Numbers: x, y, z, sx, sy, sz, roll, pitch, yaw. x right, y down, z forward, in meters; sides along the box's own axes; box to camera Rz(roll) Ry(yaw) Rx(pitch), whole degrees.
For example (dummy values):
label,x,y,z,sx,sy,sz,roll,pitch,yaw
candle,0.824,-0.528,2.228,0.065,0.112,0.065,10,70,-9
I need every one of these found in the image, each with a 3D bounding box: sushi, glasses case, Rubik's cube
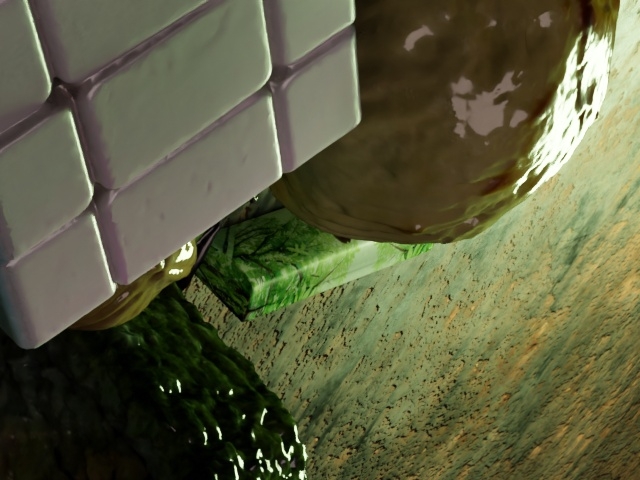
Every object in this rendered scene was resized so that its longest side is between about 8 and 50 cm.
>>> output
label,x,y,z,sx,sy,sz,roll,pitch,yaw
sushi,-0.195,0.199,1.770,0.178,0.352,0.294,-9,135,-51
glasses case,0.000,0.000,2.029,0.272,0.095,0.062,-21,141,-38
Rubik's cube,-0.191,-0.184,1.305,0.319,0.322,0.316,-36,148,-20

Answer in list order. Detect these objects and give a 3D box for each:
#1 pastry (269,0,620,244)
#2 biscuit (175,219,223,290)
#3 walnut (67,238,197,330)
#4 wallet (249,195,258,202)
label,x,y,z,sx,sy,sz,roll,pitch,yaw
pastry,0.086,-0.186,1.613,0.313,0.388,0.388,-8,142,-7
biscuit,-0.149,-0.004,1.890,0.099,0.038,0.322,1,128,-48
walnut,-0.194,-0.034,1.604,0.228,0.228,0.228,-32,148,-23
wallet,-0.094,-0.145,1.643,0.042,0.195,0.161,-12,145,-4
